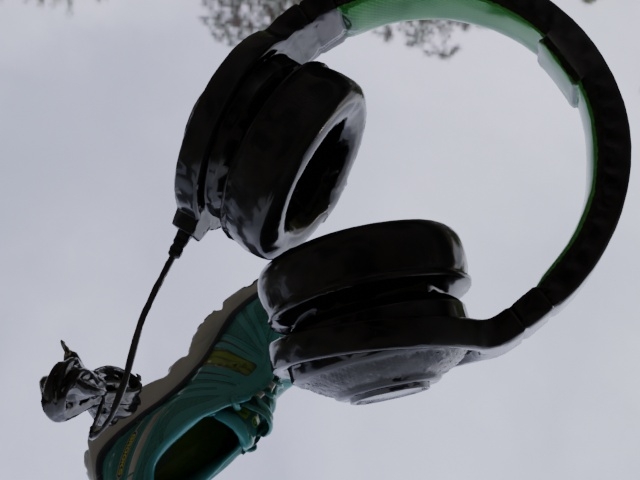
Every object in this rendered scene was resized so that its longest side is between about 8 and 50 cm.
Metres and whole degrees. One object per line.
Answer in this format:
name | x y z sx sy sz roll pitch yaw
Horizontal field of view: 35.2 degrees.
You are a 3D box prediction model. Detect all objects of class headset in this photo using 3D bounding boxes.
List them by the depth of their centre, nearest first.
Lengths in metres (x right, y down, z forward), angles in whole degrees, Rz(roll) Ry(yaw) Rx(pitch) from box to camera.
headset | 0.000 0.000 0.635 0.394 0.185 0.243 -32 -107 -1

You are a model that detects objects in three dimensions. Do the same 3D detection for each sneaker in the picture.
sneaker | -0.067 0.132 0.840 0.275 0.107 0.110 -45 -148 -19
